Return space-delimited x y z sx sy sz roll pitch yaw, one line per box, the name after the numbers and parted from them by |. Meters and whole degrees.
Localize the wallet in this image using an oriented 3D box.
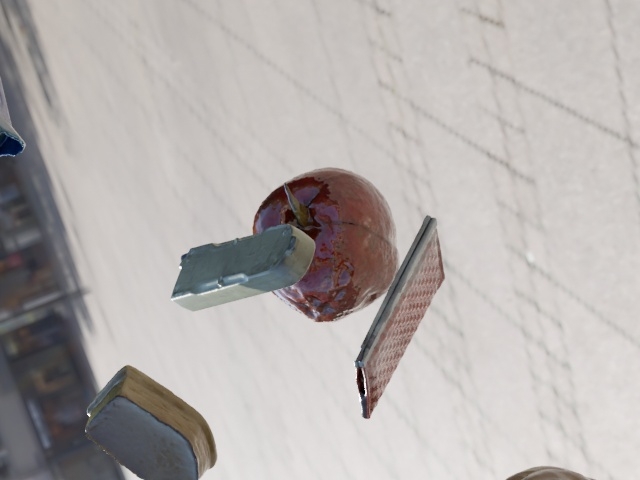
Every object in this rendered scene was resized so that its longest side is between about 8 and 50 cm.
0.081 0.078 1.460 0.020 0.196 0.103 13 143 22 | wallet

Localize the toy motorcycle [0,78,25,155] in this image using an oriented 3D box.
-0.445 -0.093 1.590 0.200 0.326 0.191 28 176 21 | toy motorcycle

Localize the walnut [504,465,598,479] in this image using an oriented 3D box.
0.348 0.458 1.919 0.306 0.344 0.306 -165 90 -72 | walnut

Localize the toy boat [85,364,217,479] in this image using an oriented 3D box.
-0.223 0.265 1.943 0.188 0.116 0.061 37 -152 -12 | toy boat

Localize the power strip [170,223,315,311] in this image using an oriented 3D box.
-0.098 0.033 1.812 0.048 0.080 0.286 31 154 -27 | power strip

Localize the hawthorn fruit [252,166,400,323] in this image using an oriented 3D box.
0.009 0.009 2.332 0.262 0.258 0.258 -61 -50 -83 | hawthorn fruit
